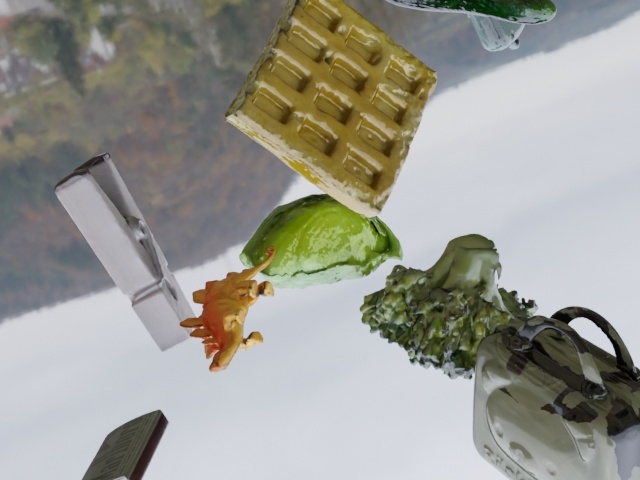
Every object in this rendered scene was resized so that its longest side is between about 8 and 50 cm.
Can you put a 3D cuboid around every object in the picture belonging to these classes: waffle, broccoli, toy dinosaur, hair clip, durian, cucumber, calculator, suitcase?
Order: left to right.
[{"bbox_3d":[-0.305,0.022,1.775,0.085,0.330,0.101,-28,-168,11],"label":"hair clip"},{"bbox_3d":[-0.125,0.089,1.446,0.117,0.070,0.288,-20,-153,18],"label":"toy dinosaur"},{"bbox_3d":[0.000,0.000,1.632,0.250,0.139,0.101,-14,180,-27],"label":"durian"},{"bbox_3d":[0.021,-0.177,1.358,0.055,0.221,0.248,-30,-150,53],"label":"waffle"},{"bbox_3d":[0.250,0.144,2.062,0.324,0.272,0.334,-21,-163,3],"label":"broccoli"},{"bbox_3d":[0.180,-0.319,1.423,0.284,0.056,0.056,19,-150,34],"label":"cucumber"},{"bbox_3d":[0.229,-0.381,1.552,0.045,0.246,0.141,-15,-154,36],"label":"calculator"},{"bbox_3d":[0.388,0.270,1.739,0.194,0.339,0.351,-19,-148,-29],"label":"suitcase"}]

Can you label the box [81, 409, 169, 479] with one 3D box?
[{"bbox_3d":[-0.301,0.332,1.639,0.115,0.036,0.177,-28,-163,19],"label":"box"}]
